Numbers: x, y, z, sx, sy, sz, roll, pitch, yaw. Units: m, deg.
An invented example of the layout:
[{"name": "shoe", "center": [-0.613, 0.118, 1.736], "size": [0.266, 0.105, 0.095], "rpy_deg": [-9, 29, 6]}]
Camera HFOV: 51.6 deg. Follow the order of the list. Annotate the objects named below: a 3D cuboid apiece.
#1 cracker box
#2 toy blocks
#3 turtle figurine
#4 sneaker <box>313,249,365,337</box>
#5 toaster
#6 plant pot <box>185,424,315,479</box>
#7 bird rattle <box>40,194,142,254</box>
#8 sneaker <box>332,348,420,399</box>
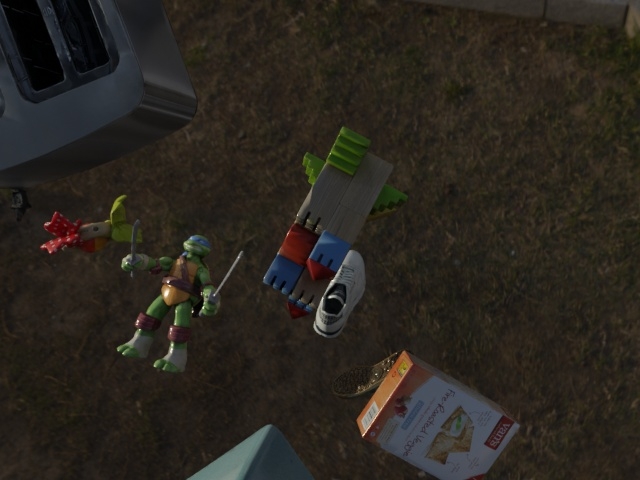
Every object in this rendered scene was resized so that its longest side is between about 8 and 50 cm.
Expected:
[{"name": "cracker box", "center": [0.202, 0.315, 1.142], "size": [0.232, 0.067, 0.155], "rpy_deg": [30, 97, -13]}, {"name": "toy blocks", "center": [0.000, 0.000, 1.134], "size": [0.191, 0.381, 0.260], "rpy_deg": [28, 78, 1]}, {"name": "turtle figurine", "center": [-0.296, 0.107, 1.265], "size": [0.198, 0.275, 0.266], "rpy_deg": [19, 86, -16]}, {"name": "sneaker", "center": [0.053, 0.108, 1.527], "size": [0.090, 0.094, 0.235], "rpy_deg": [13, 54, 9]}, {"name": "toaster", "center": [-0.188, -0.122, 0.438], "size": [0.168, 0.110, 0.185], "rpy_deg": [-19, 94, 9]}, {"name": "plant pot", "center": [-0.132, 0.503, 1.069], "size": [0.247, 0.252, 0.247], "rpy_deg": [-37, 89, 14]}, {"name": "bird rattle", "center": [-0.602, -0.006, 1.738], "size": [0.254, 0.207, 0.143], "rpy_deg": [-24, 83, -30]}, {"name": "sneaker", "center": [0.122, 0.277, 1.284], "size": [0.192, 0.086, 0.064], "rpy_deg": [-28, 38, 27]}]
